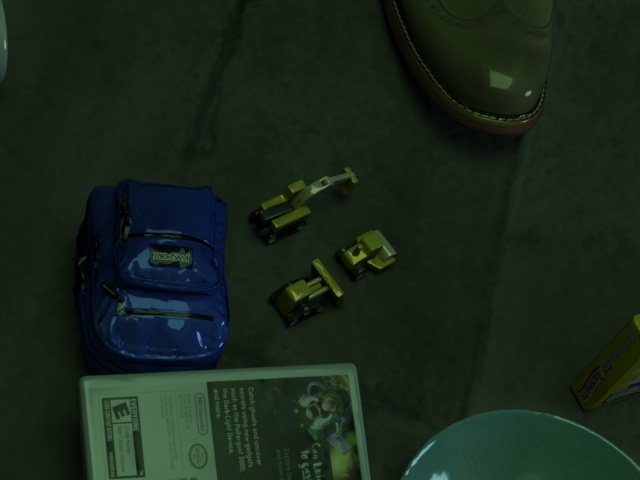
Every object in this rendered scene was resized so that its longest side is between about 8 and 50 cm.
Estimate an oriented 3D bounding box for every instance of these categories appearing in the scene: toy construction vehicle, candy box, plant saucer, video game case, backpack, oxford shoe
[{"bbox_3d":[0.000,0.000,1.268,0.098,0.035,0.086,-23,68,-28],"label":"toy construction vehicle"},{"bbox_3d":[0.274,0.058,1.275,0.206,0.105,0.027,-15,64,-24],"label":"candy box"},{"bbox_3d":[0.131,0.198,1.183,0.195,0.037,0.195,8,58,-12],"label":"plant saucer"},{"bbox_3d":[-0.051,0.169,1.131,0.173,0.022,0.190,-2,72,-18],"label":"video game case"},{"bbox_3d":[-0.104,0.028,1.180,0.098,0.101,0.120,3,64,-9],"label":"backpack"},{"bbox_3d":[0.115,-0.239,1.397,0.123,0.130,0.348,3,58,-15],"label":"oxford shoe"}]

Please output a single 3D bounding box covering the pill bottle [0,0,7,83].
[{"bbox_3d":[-0.266,-0.130,1.248,0.116,0.065,0.065,-3,60,-20],"label":"pill bottle"}]
